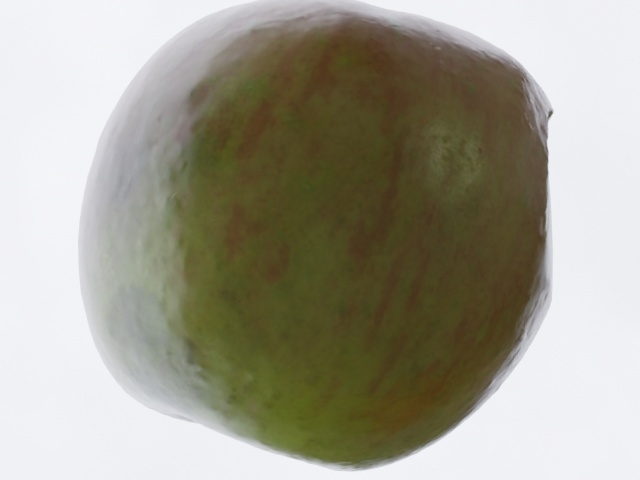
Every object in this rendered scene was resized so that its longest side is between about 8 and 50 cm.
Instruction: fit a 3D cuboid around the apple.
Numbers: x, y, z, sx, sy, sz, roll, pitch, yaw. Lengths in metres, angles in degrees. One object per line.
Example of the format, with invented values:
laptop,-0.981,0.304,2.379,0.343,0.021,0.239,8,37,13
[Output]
apple,0.000,0.000,0.930,0.340,0.340,0.339,3,-96,-28
